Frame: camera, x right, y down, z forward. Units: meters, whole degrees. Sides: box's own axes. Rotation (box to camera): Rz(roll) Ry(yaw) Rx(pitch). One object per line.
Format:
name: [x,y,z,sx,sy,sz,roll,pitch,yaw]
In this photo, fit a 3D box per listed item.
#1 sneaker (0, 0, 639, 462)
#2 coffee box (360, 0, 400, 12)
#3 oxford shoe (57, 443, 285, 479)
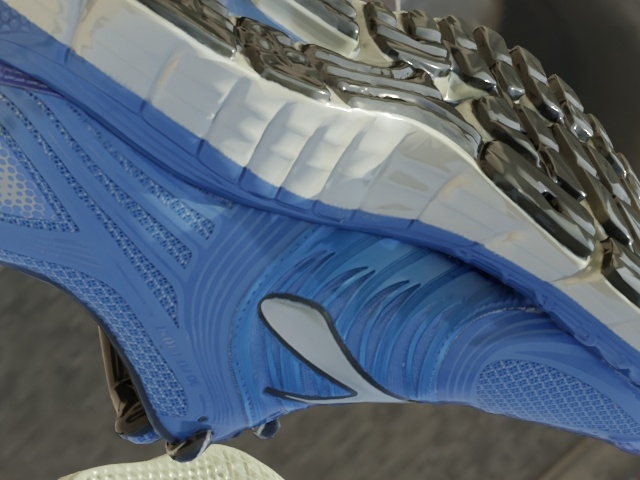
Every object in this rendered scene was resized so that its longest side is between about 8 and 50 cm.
sneaker: [0.000,0.000,0.646,0.147,0.330,0.130,-45,-144,26]
coffee box: [-0.053,-0.123,1.100,0.168,0.297,0.119,-15,-154,-27]
oxford shoe: [-0.109,0.253,1.533,0.130,0.169,0.449,-45,159,15]
